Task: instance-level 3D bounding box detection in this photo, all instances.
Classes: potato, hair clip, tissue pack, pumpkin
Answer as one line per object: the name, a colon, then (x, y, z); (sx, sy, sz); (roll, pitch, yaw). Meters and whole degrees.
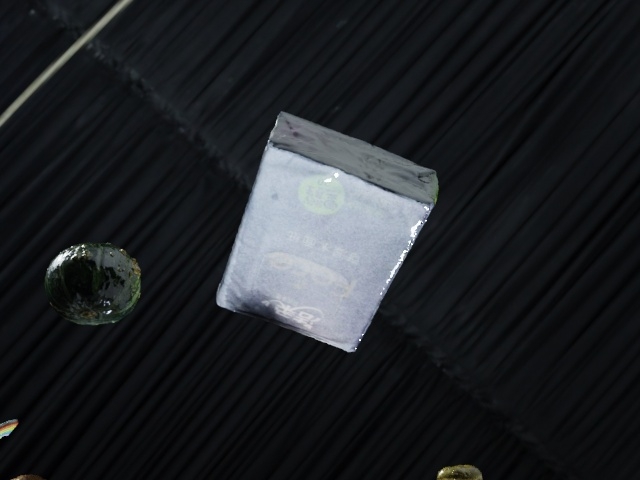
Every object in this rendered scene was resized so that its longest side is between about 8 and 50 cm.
potato: (0.269, 0.455, 1.502); (0.092, 0.045, 0.046); (3, 154, -7)
hair clip: (-0.686, 0.411, 1.545); (0.033, 0.188, 0.060); (61, -167, 21)
tissue pack: (0.000, 0.000, 1.359); (0.288, 0.394, 0.124); (21, -138, -3)
pumpkin: (-0.441, 0.085, 1.515); (0.190, 0.191, 0.146); (52, -148, -68)

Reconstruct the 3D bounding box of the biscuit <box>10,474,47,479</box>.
biscuit: (-0.495, 0.569, 1.370); (0.262, 0.052, 0.277); (65, -167, -50)
